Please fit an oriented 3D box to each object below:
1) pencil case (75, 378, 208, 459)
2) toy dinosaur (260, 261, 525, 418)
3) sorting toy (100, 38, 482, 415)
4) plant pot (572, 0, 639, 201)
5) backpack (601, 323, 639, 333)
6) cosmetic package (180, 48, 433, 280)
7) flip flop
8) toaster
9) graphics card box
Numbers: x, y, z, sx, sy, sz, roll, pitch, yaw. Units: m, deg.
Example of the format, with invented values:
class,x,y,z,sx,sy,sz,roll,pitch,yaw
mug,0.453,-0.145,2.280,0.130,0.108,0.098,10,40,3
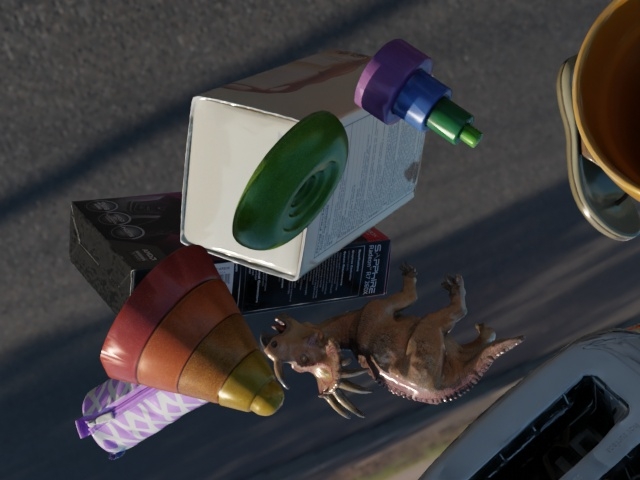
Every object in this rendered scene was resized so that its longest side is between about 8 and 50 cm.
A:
class,x,y,z,sx,sy,sz,roll,pitch,yaw
pencil case,-0.180,0.163,1.345,0.206,0.086,0.088,-34,159,27
toy dinosaur,0.096,0.143,1.467,0.200,0.295,0.127,-57,147,-32
sorting toy,0.000,0.000,0.933,0.365,0.126,0.127,-47,162,-20
plant pot,0.333,-0.105,1.015,0.205,0.205,0.188,-31,157,15
backpack,0.351,0.187,1.168,0.191,0.225,0.253,-18,147,29
cosmetic package,-0.005,-0.087,1.189,0.296,0.129,0.153,-32,135,-61
flip flop,0.411,-0.134,1.728,0.112,0.277,0.080,-12,-178,-42
toaster,0.118,0.147,0.573,0.227,0.129,0.146,-40,145,-6
graphics card box,-0.120,0.011,1.596,0.371,0.233,0.094,-8,117,-28
